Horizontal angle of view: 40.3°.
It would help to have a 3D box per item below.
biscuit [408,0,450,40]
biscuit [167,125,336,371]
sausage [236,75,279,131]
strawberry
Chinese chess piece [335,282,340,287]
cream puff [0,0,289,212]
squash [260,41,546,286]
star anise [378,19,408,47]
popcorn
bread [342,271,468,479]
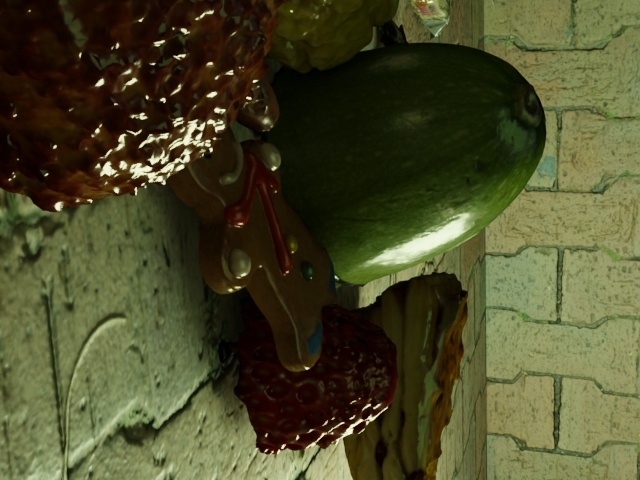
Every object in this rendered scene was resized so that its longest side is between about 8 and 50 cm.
[{"bbox_3d":[0.218,-0.554,1.805,0.309,0.079,0.186,20,75,-70],"label":"biscuit"},{"bbox_3d":[-0.065,-0.017,0.885,0.324,0.049,0.205,57,29,-30],"label":"biscuit"},{"bbox_3d":[-0.100,-0.242,0.851,0.078,0.078,0.304,-62,148,-54],"label":"sausage"},{"bbox_3d":[0.000,0.141,1.039,0.234,0.178,0.233,-4,90,-77],"label":"strawberry"},{"bbox_3d":[0.000,0.000,1.202,0.144,0.058,0.144,1,90,-72],"label":"Chinese chess piece"},{"bbox_3d":[-0.133,-0.185,0.505,0.350,0.229,0.350,-1,90,-72],"label":"cream puff"},{"bbox_3d":[0.133,-0.124,1.084,0.310,0.309,0.310,38,43,-48],"label":"squash"},{"bbox_3d":[0.136,-0.346,1.604,0.157,0.054,0.212,69,30,-51],"label":"star anise"},{"bbox_3d":[-0.017,-0.303,0.978,0.226,0.200,0.203,6,55,-42],"label":"popcorn"},{"bbox_3d":[0.121,0.227,1.399,0.314,0.192,0.370,12,85,-76],"label":"bread"}]
